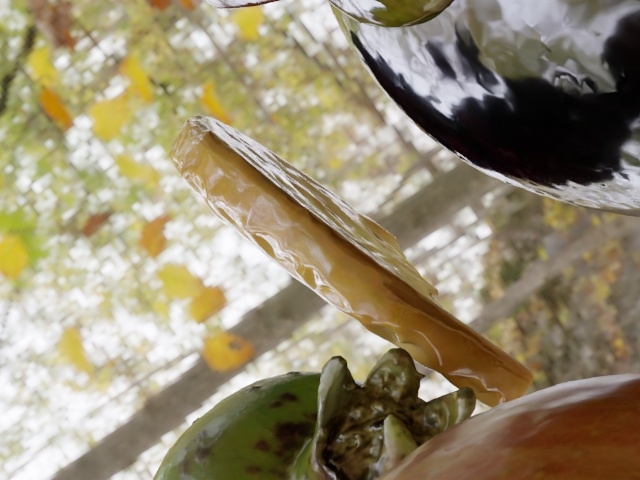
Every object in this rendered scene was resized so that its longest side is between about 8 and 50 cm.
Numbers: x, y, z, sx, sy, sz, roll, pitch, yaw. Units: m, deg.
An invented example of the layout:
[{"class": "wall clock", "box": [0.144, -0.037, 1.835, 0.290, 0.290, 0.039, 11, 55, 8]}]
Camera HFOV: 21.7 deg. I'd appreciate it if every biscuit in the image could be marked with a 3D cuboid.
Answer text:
[{"class": "biscuit", "box": [0.000, 0.000, 0.962, 0.204, 0.040, 0.309, 35, -175, -18]}]

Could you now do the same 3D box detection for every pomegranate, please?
[{"class": "pomegranate", "box": [0.006, 0.157, 0.893, 0.211, 0.263, 0.211, 5, -128, -7]}]

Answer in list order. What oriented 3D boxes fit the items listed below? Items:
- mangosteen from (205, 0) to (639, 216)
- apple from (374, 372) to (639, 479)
[{"class": "mangosteen", "box": [0.127, -0.182, 0.726, 0.435, 0.382, 0.382, -12, -110, -33]}, {"class": "apple", "box": [0.090, 0.192, 0.599, 0.309, 0.250, 0.277, -8, -93, -61]}]
